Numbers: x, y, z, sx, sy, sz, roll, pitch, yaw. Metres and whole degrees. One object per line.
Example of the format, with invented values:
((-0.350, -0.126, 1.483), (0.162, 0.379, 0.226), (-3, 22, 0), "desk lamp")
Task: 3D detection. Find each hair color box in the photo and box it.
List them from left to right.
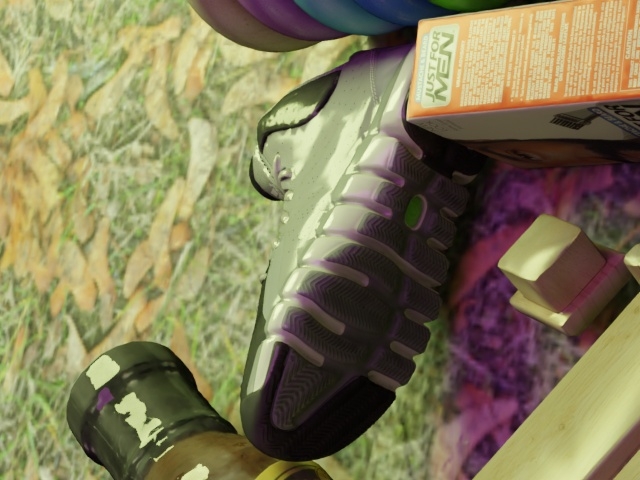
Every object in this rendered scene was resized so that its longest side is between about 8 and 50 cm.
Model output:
((0.132, -0.070, 0.811), (0.167, 0.093, 0.053), (0, 77, 44), "hair color box")

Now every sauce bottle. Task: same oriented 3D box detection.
((-0.017, 0.169, 0.867), (0.344, 0.111, 0.111), (44, 108, 40), "sauce bottle")

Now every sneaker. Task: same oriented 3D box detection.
((0.000, 0.000, 0.923), (0.132, 0.086, 0.229), (9, 67, 51), "sneaker")

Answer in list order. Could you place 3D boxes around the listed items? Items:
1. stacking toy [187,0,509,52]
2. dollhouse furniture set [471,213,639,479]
((0.071, -0.157, 0.843), (0.330, 0.141, 0.141), (7, 82, 50), "stacking toy")
((0.126, 0.188, 0.714), (0.303, 0.174, 0.355), (-46, 28, -7), "dollhouse furniture set")
